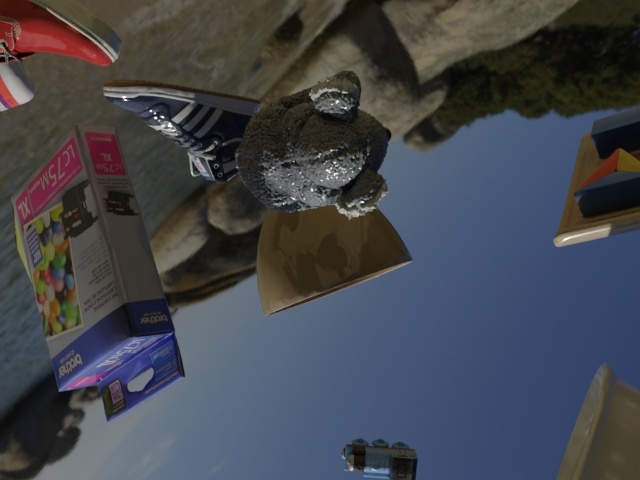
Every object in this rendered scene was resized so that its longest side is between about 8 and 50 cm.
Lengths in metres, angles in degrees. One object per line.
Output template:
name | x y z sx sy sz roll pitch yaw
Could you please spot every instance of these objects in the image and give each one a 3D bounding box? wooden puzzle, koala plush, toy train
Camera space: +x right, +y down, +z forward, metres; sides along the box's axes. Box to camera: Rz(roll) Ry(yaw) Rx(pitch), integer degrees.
wooden puzzle | 0.495 -0.133 1.050 0.322 0.080 0.348 -16 -156 36
koala plush | 0.011 -0.115 0.983 0.203 0.196 0.221 -17 -168 -21
toy train | 0.142 0.519 1.795 0.105 0.184 0.080 -100 -165 -84

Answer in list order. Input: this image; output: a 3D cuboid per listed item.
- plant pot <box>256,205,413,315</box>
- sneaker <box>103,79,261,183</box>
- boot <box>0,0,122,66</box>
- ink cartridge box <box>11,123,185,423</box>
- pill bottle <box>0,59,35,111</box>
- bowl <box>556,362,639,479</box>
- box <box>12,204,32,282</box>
plant pot | 0.000 0.000 1.373 0.284 0.191 0.284 -21 174 -2
sneaker | -0.228 -0.178 1.261 0.099 0.282 0.153 20 -76 49
boot | -0.338 -0.185 0.772 0.088 0.244 0.176 72 41 -75
ink cartridge box | -0.266 0.044 0.883 0.065 0.311 0.186 -5 159 -48
pill bottle | -0.713 -0.293 1.401 0.323 0.181 0.181 -23 -178 -8
bowl | 0.374 0.316 0.957 0.298 0.134 0.298 19 90 -72
box | -0.389 0.039 1.102 0.058 0.232 0.087 -12 133 -30
